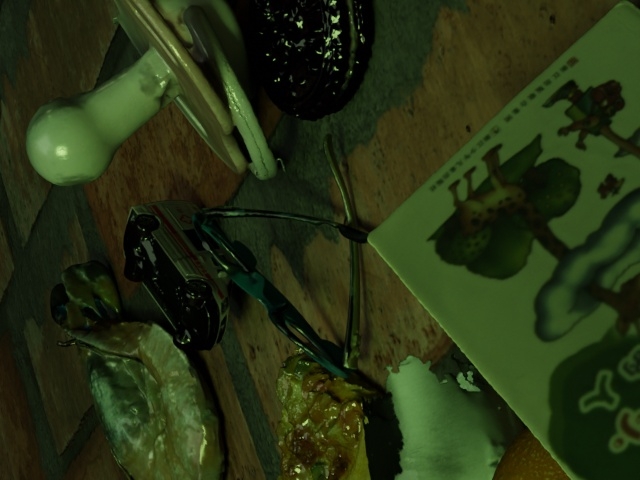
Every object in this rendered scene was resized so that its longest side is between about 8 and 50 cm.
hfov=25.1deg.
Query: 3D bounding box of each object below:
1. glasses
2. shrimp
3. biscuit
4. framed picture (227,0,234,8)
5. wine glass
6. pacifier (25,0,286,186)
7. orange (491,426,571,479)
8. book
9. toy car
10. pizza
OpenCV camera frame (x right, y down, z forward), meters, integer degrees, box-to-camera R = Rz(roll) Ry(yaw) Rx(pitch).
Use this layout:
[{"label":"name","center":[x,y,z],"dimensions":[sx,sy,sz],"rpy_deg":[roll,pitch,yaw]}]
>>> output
[{"label":"glasses","center":[-0.025,0.009,1.437],"dimensions":[0.239,0.102,0.207],"rpy_deg":[44,130,23]},{"label":"shrimp","center":[-0.249,0.179,1.918],"dimensions":[0.445,0.110,0.221],"rpy_deg":[48,132,39]},{"label":"biscuit","center":[-0.014,-0.214,1.425],"dimensions":[0.194,0.053,0.194],"rpy_deg":[27,122,55]},{"label":"framed picture","center":[-0.141,-0.345,1.648],"dimensions":[0.189,0.023,0.260],"rpy_deg":[54,141,40]},{"label":"wine glass","center":[0.124,0.247,1.132],"dimensions":[0.143,0.143,0.321],"rpy_deg":[-50,52,54]},{"label":"pacifier","center":[-0.173,-0.168,1.524],"dimensions":[0.332,0.273,0.220],"rpy_deg":[80,-172,-76]},{"label":"orange","center":[0.214,0.197,0.987],"dimensions":[0.206,0.206,0.206],"rpy_deg":[25,119,57]},{"label":"book","center":[0.214,0.020,0.932],"dimensions":[0.260,0.043,0.371],"rpy_deg":[-43,48,5]},{"label":"toy car","center":[-0.149,0.040,1.694],"dimensions":[0.209,0.108,0.089],"rpy_deg":[49,136,38]},{"label":"pizza","center":[0.002,0.198,1.507],"dimensions":[0.292,0.058,0.197],"rpy_deg":[-40,62,57]}]
